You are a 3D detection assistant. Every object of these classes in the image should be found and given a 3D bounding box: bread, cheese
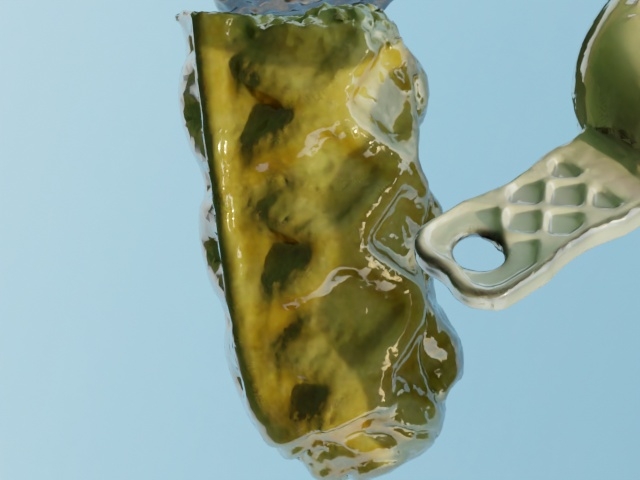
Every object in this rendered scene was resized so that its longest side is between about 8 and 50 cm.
[{"bbox_3d":[0.000,0.000,0.936,0.152,0.130,0.267,4,-77,65],"label":"bread"},{"bbox_3d":[0.163,-0.036,0.686,0.163,0.070,0.249,23,-130,25],"label":"cheese"}]

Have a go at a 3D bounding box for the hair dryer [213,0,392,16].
[{"bbox_3d":[0.096,-0.266,1.112,0.362,0.128,0.203,-10,-110,5],"label":"hair dryer"}]
